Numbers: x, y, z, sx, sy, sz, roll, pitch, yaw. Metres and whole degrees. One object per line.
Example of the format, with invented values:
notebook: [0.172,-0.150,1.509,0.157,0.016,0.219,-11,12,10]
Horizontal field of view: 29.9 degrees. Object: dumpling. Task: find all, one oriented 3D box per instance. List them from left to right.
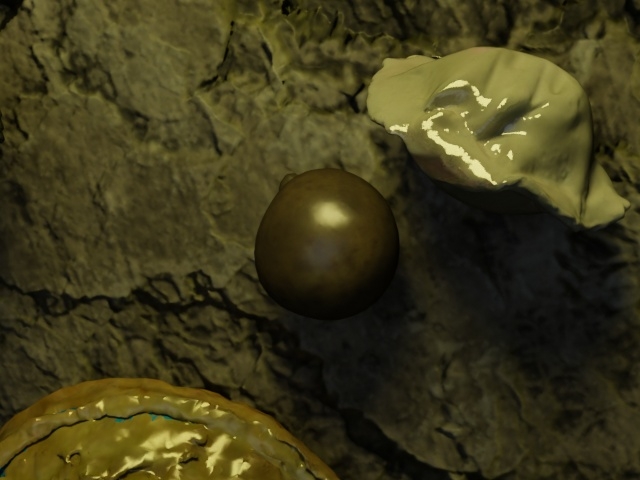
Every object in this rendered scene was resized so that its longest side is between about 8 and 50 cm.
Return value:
dumpling: [0.110,-0.065,0.756,0.188,0.127,0.108,36,114,11]

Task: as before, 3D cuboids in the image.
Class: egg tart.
egg tart: [-0.129,0.296,0.878,0.387,0.169,0.388,2,100,9]

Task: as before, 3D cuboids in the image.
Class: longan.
longan: [0.000,0.000,0.820,0.106,0.106,0.119,-56,46,17]

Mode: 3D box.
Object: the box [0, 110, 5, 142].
box: [-0.344,-0.101,0.812,0.226,0.226,0.149,-18,97,17]
